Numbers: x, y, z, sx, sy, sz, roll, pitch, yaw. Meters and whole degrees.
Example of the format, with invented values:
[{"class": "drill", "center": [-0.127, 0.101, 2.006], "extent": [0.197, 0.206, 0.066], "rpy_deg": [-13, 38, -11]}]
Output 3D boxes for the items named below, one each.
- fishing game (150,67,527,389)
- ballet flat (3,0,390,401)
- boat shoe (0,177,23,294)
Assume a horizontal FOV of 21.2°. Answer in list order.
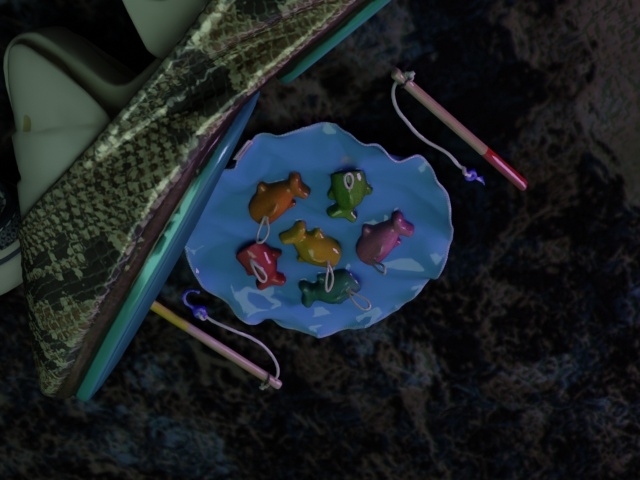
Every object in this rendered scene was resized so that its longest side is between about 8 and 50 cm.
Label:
[{"class": "fishing game", "center": [0.000, 0.000, 1.162], "extent": [0.264, 0.041, 0.189], "rpy_deg": [-37, 123, 23]}, {"class": "ballet flat", "center": [-0.074, -0.121, 1.012], "extent": [0.182, 0.164, 0.483], "rpy_deg": [39, 112, -6]}, {"class": "boat shoe", "center": [-0.340, -0.054, 1.048], "extent": [0.341, 0.127, 0.158], "rpy_deg": [5, 135, -5]}]
